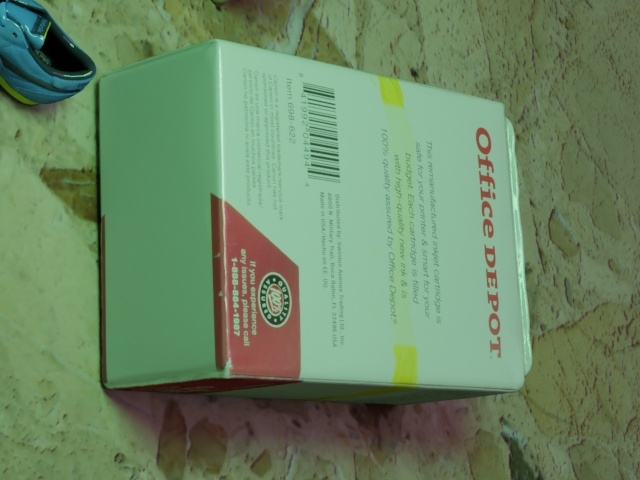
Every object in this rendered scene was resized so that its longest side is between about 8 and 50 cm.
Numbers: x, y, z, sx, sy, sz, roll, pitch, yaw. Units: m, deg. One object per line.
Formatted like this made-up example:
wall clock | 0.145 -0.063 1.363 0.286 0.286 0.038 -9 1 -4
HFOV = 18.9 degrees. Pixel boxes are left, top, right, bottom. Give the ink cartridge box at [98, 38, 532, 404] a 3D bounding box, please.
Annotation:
ink cartridge box | 0.000 0.000 1.699 0.385 0.160 0.279 8 75 -45

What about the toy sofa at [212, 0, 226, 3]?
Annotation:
toy sofa | -0.090 -0.411 1.711 0.177 0.150 0.362 -49 116 -40

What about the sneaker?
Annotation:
sneaker | -0.264 -0.186 1.525 0.209 0.082 0.069 40 56 -32

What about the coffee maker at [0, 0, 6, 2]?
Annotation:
coffee maker | -0.247 -0.268 1.517 0.178 0.120 0.171 -22 94 -56
